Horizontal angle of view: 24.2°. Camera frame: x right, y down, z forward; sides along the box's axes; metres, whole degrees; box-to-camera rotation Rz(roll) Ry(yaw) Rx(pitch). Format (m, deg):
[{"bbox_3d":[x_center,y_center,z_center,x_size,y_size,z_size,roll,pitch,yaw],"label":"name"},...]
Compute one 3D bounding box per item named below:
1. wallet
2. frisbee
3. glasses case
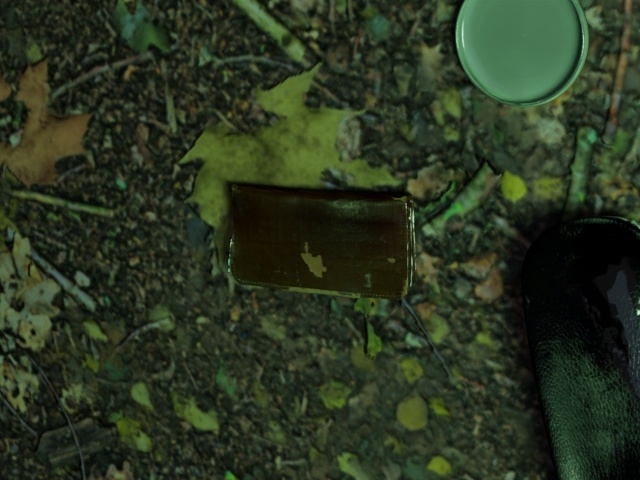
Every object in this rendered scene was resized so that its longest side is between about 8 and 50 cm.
[{"bbox_3d":[0.000,0.000,1.285,0.176,0.026,0.095,3,99,28],"label":"wallet"},{"bbox_3d":[0.156,-0.158,1.160,0.110,0.014,0.110,9,109,28],"label":"frisbee"},{"bbox_3d":[0.235,0.135,1.156,0.122,0.075,0.314,-10,95,38],"label":"glasses case"}]
